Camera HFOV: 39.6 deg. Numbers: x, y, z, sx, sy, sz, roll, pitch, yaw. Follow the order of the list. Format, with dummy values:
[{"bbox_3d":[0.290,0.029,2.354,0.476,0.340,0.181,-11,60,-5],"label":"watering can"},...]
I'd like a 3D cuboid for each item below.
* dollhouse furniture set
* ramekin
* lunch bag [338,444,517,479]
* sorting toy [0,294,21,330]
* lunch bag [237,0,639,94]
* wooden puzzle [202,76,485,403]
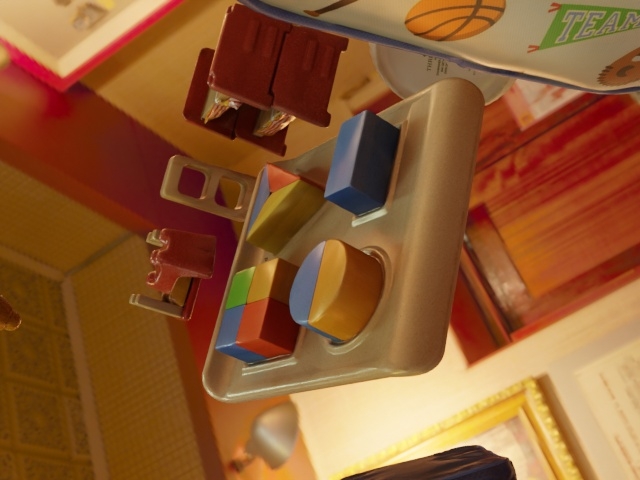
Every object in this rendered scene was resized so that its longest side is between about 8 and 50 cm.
[{"bbox_3d":[-0.107,-0.078,1.113,0.152,0.374,0.201,16,172,-16],"label":"dollhouse furniture set"},{"bbox_3d":[0.153,-0.249,1.055,0.207,0.207,0.109,48,-139,-30],"label":"ramekin"},{"bbox_3d":[0.043,0.116,0.326,0.098,0.067,0.065,77,179,-82],"label":"lunch bag"},{"bbox_3d":[-0.422,0.119,1.018,0.126,0.127,0.365,28,-169,-17],"label":"sorting toy"},{"bbox_3d":[0.109,-0.156,0.313,0.303,0.243,0.115,2,-108,-34],"label":"lunch bag"},{"bbox_3d":[0.000,0.000,0.947,0.080,0.347,0.322,30,-119,-32],"label":"wooden puzzle"}]
